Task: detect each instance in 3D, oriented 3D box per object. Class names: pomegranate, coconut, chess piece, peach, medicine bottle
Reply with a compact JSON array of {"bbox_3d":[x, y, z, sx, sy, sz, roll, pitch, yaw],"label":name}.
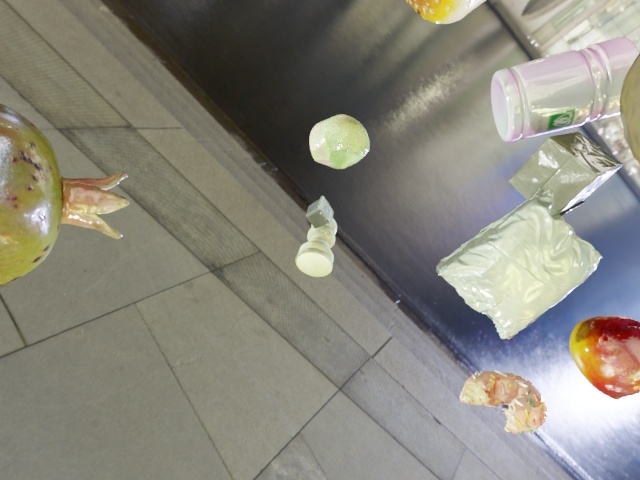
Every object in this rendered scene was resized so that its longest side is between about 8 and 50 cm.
[{"bbox_3d":[-0.482,-0.063,0.607,0.323,0.291,0.290,11,53,-61],"label":"pomegranate"},{"bbox_3d":[0.067,-0.379,1.616,0.204,0.236,0.236,59,35,-15],"label":"coconut"},{"bbox_3d":[0.000,0.000,1.620,0.144,0.144,0.251,37,45,-22],"label":"chess piece"},{"bbox_3d":[0.707,0.279,1.001,0.197,0.197,0.197,28,44,-31],"label":"peach"},{"bbox_3d":[0.672,-0.417,1.171,0.212,0.325,0.212,-13,90,-77],"label":"medicine bottle"}]

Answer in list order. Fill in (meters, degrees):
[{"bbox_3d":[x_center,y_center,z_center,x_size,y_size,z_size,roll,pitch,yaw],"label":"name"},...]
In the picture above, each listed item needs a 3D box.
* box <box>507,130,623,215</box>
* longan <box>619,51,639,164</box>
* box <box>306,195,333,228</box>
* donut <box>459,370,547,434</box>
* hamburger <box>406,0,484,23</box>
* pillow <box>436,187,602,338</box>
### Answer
[{"bbox_3d":[0.631,-0.170,1.067,0.231,0.149,0.155,-17,58,-40],"label":"box"},{"bbox_3d":[0.812,-0.276,0.790,0.404,0.404,0.436,46,34,-11],"label":"longan"},{"bbox_3d":[-0.003,-0.102,1.550,0.084,0.069,0.122,54,22,-20],"label":"box"},{"bbox_3d":[0.539,0.451,1.201,0.199,0.233,0.085,-9,105,-32],"label":"donut"},{"bbox_3d":[0.093,-0.244,0.327,0.126,0.081,0.141,63,-2,10],"label":"hamburger"},{"bbox_3d":[0.472,0.064,0.968,0.283,0.310,0.138,45,12,-17],"label":"pillow"}]
